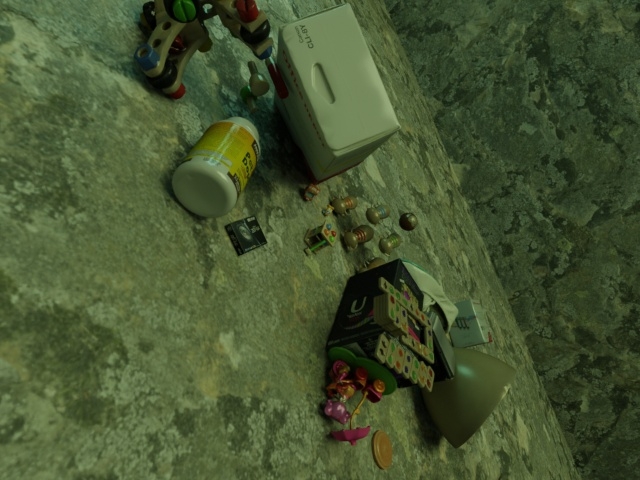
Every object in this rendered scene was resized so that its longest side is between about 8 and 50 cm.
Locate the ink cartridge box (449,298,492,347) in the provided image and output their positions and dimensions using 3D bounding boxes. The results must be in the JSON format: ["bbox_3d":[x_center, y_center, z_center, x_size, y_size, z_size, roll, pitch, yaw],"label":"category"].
[{"bbox_3d":[0.593,0.337,1.659,0.128,0.127,0.176,16,57,-52],"label":"ink cartridge box"}]

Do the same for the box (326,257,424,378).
[{"bbox_3d":[0.145,0.196,1.016,0.143,0.165,0.270,54,32,-20],"label":"box"}]

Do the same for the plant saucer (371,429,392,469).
[{"bbox_3d":[0.148,0.493,0.968,0.083,0.013,0.084,36,43,-42],"label":"plant saucer"}]

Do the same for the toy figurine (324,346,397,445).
[{"bbox_3d":[0.061,0.337,0.864,0.173,0.130,0.159,38,45,-4],"label":"toy figurine"}]

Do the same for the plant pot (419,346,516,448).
[{"bbox_3d":[0.405,0.428,1.212,0.191,0.284,0.284,39,22,23],"label":"plant pot"}]

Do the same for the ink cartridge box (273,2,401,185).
[{"bbox_3d":[0.017,-0.312,0.981,0.384,0.160,0.280,178,-113,-83],"label":"ink cartridge box"}]

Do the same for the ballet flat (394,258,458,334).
[{"bbox_3d":[0.356,0.210,1.396,0.400,0.139,0.139,41,38,-37],"label":"ballet flat"}]

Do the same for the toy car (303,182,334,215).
[{"bbox_3d":[-0.001,-0.104,1.107,0.122,0.060,0.041,38,72,-29],"label":"toy car"}]

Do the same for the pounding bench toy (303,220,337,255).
[{"bbox_3d":[0.000,0.000,1.022,0.052,0.065,0.083,52,33,-23],"label":"pounding bench toy"}]

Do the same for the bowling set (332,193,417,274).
[{"bbox_3d":[0.166,-0.036,1.190,0.154,0.199,0.287,-23,85,-58],"label":"bowling set"}]

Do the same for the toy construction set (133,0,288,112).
[{"bbox_3d":[-0.212,-0.422,0.820,0.308,0.257,0.237,16,47,-51],"label":"toy construction set"}]

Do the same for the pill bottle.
[{"bbox_3d":[-0.186,-0.150,0.782,0.117,0.117,0.215,48,35,-28],"label":"pill bottle"}]

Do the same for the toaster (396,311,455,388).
[{"bbox_3d":[0.259,0.296,1.130,0.186,0.168,0.110,65,28,-5],"label":"toaster"}]

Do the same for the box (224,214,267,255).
[{"bbox_3d":[-0.151,-0.011,0.840,0.083,0.018,0.067,-27,93,-59],"label":"box"}]

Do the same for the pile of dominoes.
[{"bbox_3d":[0.200,0.206,0.895,0.251,0.040,0.196,39,41,-35],"label":"pile of dominoes"}]
